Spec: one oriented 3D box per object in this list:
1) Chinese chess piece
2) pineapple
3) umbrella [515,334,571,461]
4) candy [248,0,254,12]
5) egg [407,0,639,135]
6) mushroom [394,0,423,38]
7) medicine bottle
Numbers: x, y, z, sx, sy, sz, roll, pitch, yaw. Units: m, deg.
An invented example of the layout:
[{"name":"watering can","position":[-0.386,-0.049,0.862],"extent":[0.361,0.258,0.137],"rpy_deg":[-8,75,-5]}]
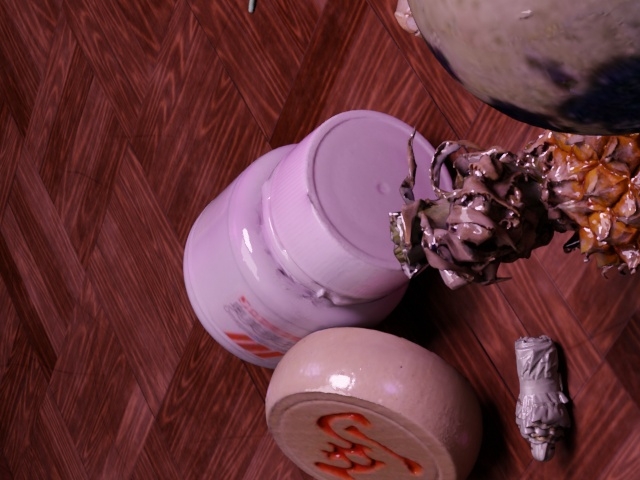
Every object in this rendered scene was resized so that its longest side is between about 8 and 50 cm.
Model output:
[{"name":"Chinese chess piece","position":[0.065,0.216,2.086],"extent":[0.273,0.273,0.102],"rpy_deg":[-43,20,54]},{"name":"pineapple","position":[0.198,-0.043,1.698],"extent":[0.262,0.272,0.262],"rpy_deg":[161,90,-89]},{"name":"umbrella","position":[0.249,0.179,1.949],"extent":[0.062,0.067,0.143],"rpy_deg":[-3,88,30]},{"name":"candy","position":[-0.085,-0.398,2.390],"extent":[0.060,0.060,0.201],"rpy_deg":[56,148,36]},{"name":"egg","position":[0.267,-0.268,1.436],"extent":[0.428,0.345,0.345],"rpy_deg":[-21,78,34]},{"name":"mushroom","position":[0.124,-0.372,1.993],"extent":[0.099,0.096,0.278],"rpy_deg":[18,116,58]},{"name":"medicine bottle","position":[0.000,0.000,2.133],"extent":[0.325,0.256,0.256],"rpy_deg":[-37,65,53]}]
